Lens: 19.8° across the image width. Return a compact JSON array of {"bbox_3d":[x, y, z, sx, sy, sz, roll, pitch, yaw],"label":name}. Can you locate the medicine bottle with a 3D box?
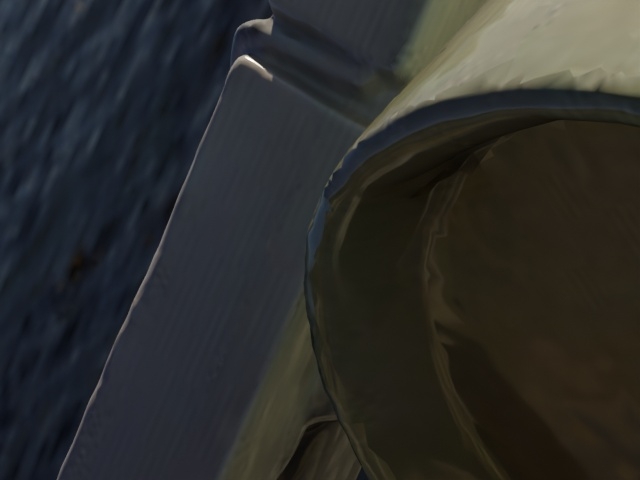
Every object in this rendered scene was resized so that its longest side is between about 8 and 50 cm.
[{"bbox_3d":[0.204,-0.064,0.471,0.406,0.235,0.236,-46,11,-30],"label":"medicine bottle"}]

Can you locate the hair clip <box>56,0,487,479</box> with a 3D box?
[{"bbox_3d":[-0.003,-0.003,0.606,0.085,0.101,0.330,33,107,36],"label":"hair clip"}]
